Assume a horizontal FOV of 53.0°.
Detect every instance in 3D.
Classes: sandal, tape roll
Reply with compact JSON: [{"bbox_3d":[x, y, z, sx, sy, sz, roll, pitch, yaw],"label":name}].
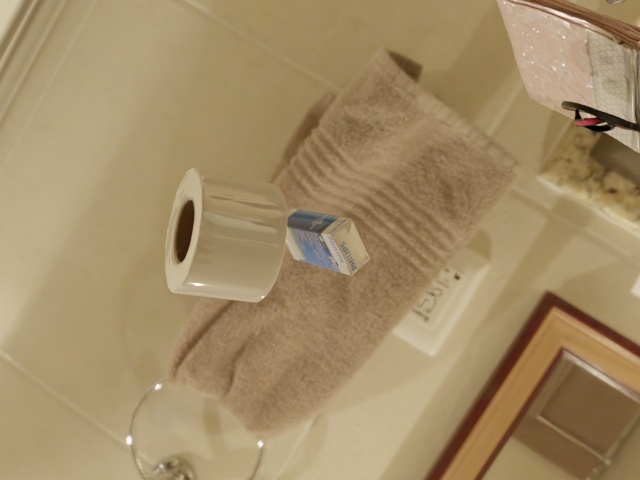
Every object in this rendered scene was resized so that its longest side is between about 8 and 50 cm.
[{"bbox_3d":[0.498,-0.213,1.154,0.067,0.040,0.179,5,-157,-32],"label":"sandal"},{"bbox_3d":[-0.189,-0.008,1.256,0.169,0.246,0.246,10,-165,-26],"label":"tape roll"}]

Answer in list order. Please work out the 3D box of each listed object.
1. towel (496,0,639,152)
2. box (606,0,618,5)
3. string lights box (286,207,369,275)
[{"bbox_3d":[0.499,-0.333,1.256,0.317,0.053,0.332,43,178,39],"label":"towel"},{"bbox_3d":[0.921,-0.749,1.890,0.094,0.137,0.027,-24,-98,-38],"label":"box"},{"bbox_3d":[0.000,0.000,1.708,0.260,0.077,0.133,14,137,51],"label":"string lights box"}]
